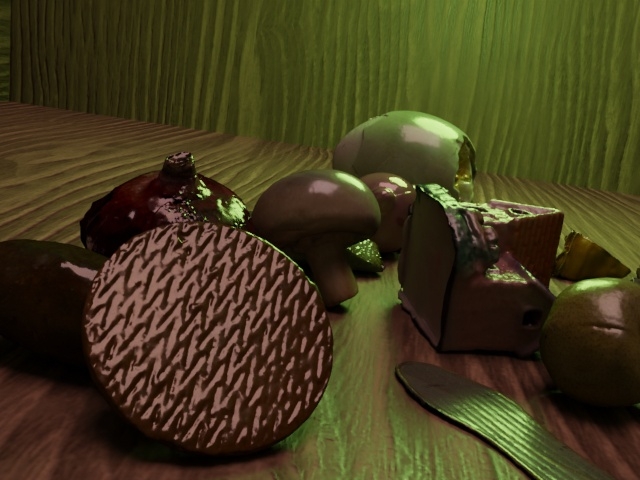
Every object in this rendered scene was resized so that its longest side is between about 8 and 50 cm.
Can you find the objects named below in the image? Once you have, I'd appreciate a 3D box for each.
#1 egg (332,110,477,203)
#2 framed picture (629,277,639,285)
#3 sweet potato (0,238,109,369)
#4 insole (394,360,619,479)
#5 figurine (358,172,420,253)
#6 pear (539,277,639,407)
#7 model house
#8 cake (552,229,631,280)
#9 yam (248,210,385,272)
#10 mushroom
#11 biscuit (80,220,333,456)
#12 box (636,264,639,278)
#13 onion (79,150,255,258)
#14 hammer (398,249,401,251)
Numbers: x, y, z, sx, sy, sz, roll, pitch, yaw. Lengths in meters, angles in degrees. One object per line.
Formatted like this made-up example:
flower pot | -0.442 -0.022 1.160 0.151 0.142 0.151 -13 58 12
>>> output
egg | 0.184 -0.161 1.651 0.336 0.278 0.278 8 13 21
framed picture | 0.604 0.141 1.047 0.266 0.018 0.192 7 42 -3
sweet potato | -0.207 0.092 0.781 0.423 0.130 0.130 17 15 4
insole | 0.200 0.204 0.771 0.119 0.009 0.348 1 16 -29
figurine | 0.121 -0.056 1.426 0.173 0.173 0.173 7 14 -2
pear | 0.347 0.126 0.871 0.167 0.167 0.137 -4 2 -39
model house | 0.262 0.039 1.056 0.238 0.202 0.237 4 15 -10
cake | 0.553 0.063 1.463 0.185 0.116 0.080 37 -2 -39
yam | -0.011 0.003 1.271 0.259 0.106 0.106 3 15 -11
mushroom | 0.000 0.000 1.109 0.207 0.215 0.207 -16 -14 -4
biscuit | -0.108 0.093 0.716 0.262 0.037 0.262 14 51 -19
box | 0.765 0.011 1.367 0.240 0.229 0.339 12 13 18
onion | -0.211 -0.024 1.019 0.252 0.219 0.252 7 25 -3
hammer | 0.237 0.047 1.380 0.058 0.029 0.292 -1 15 -36
